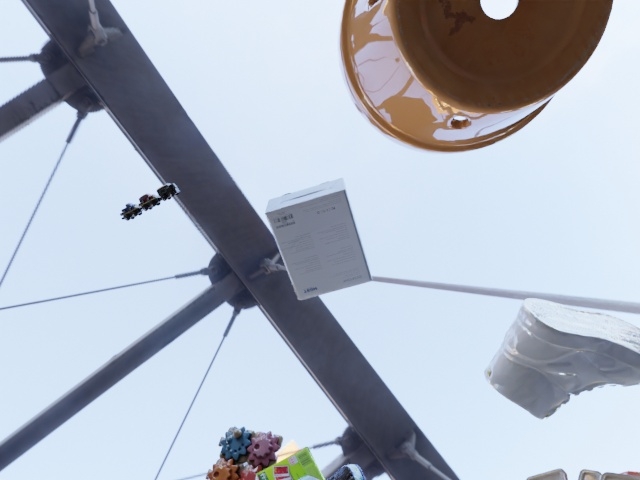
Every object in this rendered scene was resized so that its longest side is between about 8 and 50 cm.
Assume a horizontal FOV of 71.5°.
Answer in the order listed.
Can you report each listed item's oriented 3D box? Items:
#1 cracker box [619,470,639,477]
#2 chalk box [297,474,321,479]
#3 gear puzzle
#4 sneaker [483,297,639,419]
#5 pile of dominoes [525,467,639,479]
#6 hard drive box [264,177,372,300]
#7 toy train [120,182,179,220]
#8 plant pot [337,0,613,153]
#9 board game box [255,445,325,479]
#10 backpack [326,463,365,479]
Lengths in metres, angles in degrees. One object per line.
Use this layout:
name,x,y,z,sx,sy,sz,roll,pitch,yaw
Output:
cracker box,0.681,0.580,0.851,0.155,0.067,0.233,7,-129,-5
chalk box,0.008,0.349,0.396,0.288,0.180,0.179,7,-98,23
gear puzzle,-0.213,0.600,1.021,0.175,0.339,0.044,0,-42,21
sneaker,0.397,0.199,0.686,0.292,0.108,0.169,16,-64,-10
pile of dominoes,0.297,0.387,0.505,0.040,0.196,0.251,45,-121,-9
hard drive box,0.000,0.000,1.005,0.180,0.089,0.233,-15,-66,7
toy train,-0.381,-0.086,0.981,0.158,0.027,0.036,-24,-82,16
plant pot,0.164,-0.237,0.486,0.290,0.203,0.292,0,-76,1
board game box,-0.017,0.416,0.659,0.092,0.181,0.043,-16,-41,-28
backpack,0.092,0.763,1.390,0.084,0.105,0.114,16,-62,-36
